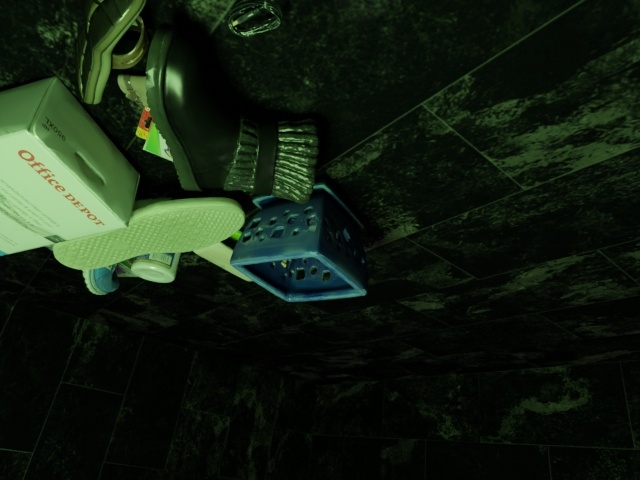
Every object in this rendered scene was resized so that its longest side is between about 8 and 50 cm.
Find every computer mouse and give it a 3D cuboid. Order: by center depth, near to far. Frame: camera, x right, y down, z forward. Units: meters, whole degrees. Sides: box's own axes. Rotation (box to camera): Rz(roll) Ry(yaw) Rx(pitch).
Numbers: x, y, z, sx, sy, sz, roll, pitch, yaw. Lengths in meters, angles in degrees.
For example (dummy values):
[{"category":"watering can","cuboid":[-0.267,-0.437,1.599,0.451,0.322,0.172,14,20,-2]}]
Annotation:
[{"category":"computer mouse","cuboid":[-0.037,-0.321,0.567,0.242,0.041,0.071,-18,144,42]}]

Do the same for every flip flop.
[{"category":"flip flop","cuboid":[-0.309,-0.301,0.682,0.080,0.112,0.277,-4,162,-38]}]

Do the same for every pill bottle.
[{"category":"pill bottle","cuboid":[-0.418,0.007,1.192,0.111,0.187,0.112,7,154,3]}]

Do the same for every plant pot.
[{"category":"plant pot","cuboid":[-0.033,-0.001,1.043,0.235,0.212,0.236,-10,147,30]}]

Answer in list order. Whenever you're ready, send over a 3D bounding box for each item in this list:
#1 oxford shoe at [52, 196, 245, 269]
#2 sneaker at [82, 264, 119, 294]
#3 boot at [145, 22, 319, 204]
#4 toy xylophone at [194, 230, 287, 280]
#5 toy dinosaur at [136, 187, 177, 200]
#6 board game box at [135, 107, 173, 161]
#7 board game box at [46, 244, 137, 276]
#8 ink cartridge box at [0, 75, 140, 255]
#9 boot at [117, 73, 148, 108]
[{"category":"oxford shoe","cuboid":[-0.404,-0.045,1.071,0.448,0.130,0.169,-12,140,2]},{"category":"sneaker","cuboid":[-0.646,0.053,1.369,0.147,0.130,0.330,-8,145,-18]},{"category":"boot","cuboid":[-0.128,-0.200,0.778,0.259,0.131,0.348,6,151,2]},{"category":"toy xylophone","cuboid":[-0.214,0.031,1.297,0.236,0.081,0.322,-8,148,29]},{"category":"toy dinosaur","cuboid":[-0.391,-0.096,1.121,0.082,0.090,0.047,42,165,17]},{"category":"board game box","cuboid":[-0.249,-0.189,0.942,0.259,0.039,0.124,24,148,-21]},{"category":"board game box","cuboid":[-0.777,0.037,1.512,0.213,0.046,0.317,-1,151,16]},{"category":"ink cartridge box","cuboid":[-0.628,-0.128,0.920,0.394,0.166,0.285,-11,144,10]},{"category":"boot","cuboid":[-0.308,-0.273,0.786,0.086,0.042,0.118,15,152,-7]}]
